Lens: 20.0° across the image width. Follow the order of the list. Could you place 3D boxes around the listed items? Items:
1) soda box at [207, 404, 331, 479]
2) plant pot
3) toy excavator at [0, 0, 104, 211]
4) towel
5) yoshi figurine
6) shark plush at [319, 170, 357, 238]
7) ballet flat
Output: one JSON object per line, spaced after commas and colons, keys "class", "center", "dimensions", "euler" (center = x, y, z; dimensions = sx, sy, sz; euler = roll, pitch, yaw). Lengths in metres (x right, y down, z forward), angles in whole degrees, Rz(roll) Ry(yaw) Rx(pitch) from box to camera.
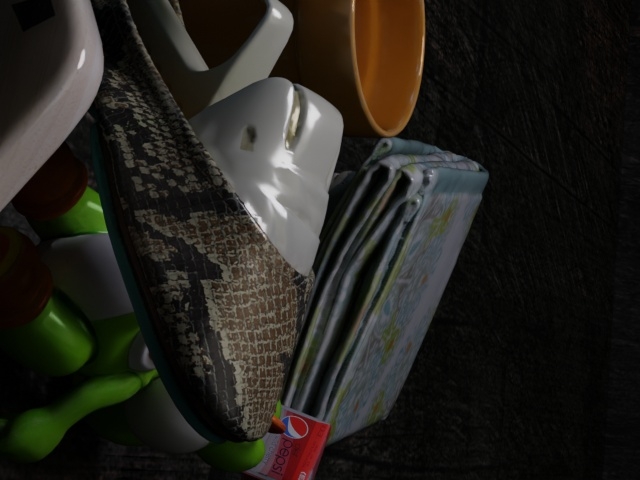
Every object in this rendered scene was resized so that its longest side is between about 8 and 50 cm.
{"class": "soda box", "center": [-0.067, 0.261, 1.619], "dimensions": [0.092, 0.083, 0.263], "euler": [-64, 173, -46]}
{"class": "plant pot", "center": [-0.022, -0.197, 1.683], "dimensions": [0.205, 0.187, 0.205], "euler": [1, 90, -69]}
{"class": "toy excavator", "center": [-0.173, -0.204, 1.146], "dimensions": [0.445, 0.433, 0.222], "euler": [62, 0, 38]}
{"class": "towel", "center": [0.059, 0.051, 1.912], "dimensions": [0.321, 0.090, 0.374], "euler": [-66, 166, 7]}
{"class": "yoshi figurine", "center": [-0.177, 0.071, 1.408], "dimensions": [0.362, 0.203, 0.203], "euler": [47, 6, -43]}
{"class": "shark plush", "center": [0.000, 0.000, 1.924], "dimensions": [0.073, 0.067, 0.161], "euler": [60, 38, -54]}
{"class": "ballet flat", "center": [-0.089, -0.091, 1.229], "dimensions": [0.164, 0.182, 0.483], "euler": [48, 11, -49]}
